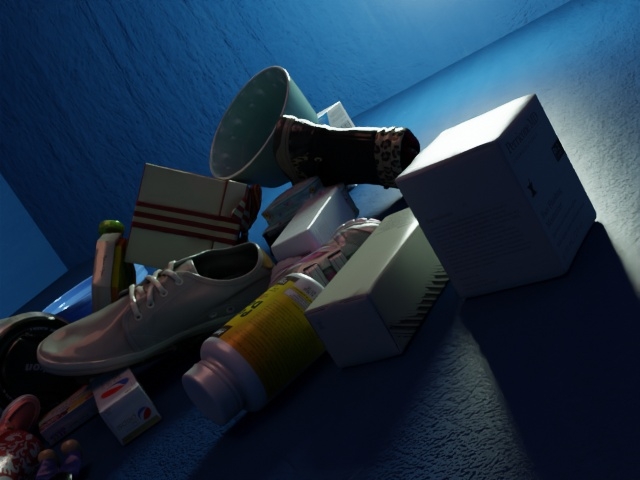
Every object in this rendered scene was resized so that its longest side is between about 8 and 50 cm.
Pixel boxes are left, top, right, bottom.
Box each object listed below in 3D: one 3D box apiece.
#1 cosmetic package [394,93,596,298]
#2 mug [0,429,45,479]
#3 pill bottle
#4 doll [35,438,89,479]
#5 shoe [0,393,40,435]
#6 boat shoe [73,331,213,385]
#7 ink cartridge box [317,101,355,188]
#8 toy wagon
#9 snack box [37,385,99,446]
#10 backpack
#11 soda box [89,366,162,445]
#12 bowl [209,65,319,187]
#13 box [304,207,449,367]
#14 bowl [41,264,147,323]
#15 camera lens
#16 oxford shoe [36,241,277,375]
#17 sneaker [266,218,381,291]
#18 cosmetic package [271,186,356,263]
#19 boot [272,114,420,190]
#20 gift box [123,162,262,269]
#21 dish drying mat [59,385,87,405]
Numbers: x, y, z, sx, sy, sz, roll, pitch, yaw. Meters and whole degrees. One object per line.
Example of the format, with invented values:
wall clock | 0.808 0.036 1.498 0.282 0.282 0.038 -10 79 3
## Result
cosmetic package | 0.221 -0.053 0.941 0.151 0.183 0.151 -19 18 42
mug | -0.500 0.353 1.147 0.113 0.150 0.169 -3 14 9
pill bottle | -0.077 0.146 1.010 0.215 0.117 0.117 -39 15 -31
doll | -0.384 0.358 1.064 0.129 0.046 0.189 -22 19 -4
shoe | -0.556 0.361 1.349 0.081 0.063 0.178 -5 48 54
boat shoe | -0.318 0.186 1.433 0.335 0.095 0.112 -15 25 -7
ink cartridge box | 0.041 -0.243 2.009 0.086 0.203 0.148 -21 16 43
toy wagon | -0.455 0.132 1.678 0.068 0.267 0.344 0 -31 -4
snack box | -0.452 0.314 1.399 0.141 0.037 0.100 -35 12 -19
backpack | -0.019 -0.054 1.583 0.188 0.144 0.166 -19 11 23
soda box | -0.324 0.262 1.240 0.074 0.069 0.216 -35 13 -16
bowl | -0.119 -0.253 1.855 0.311 0.163 0.311 -35 40 36
box | 0.099 0.050 1.029 0.113 0.094 0.275 -21 17 39
bowl | -0.735 0.178 2.450 0.391 0.077 0.391 -30 13 8
camera lens | -0.612 0.264 1.540 0.274 0.219 0.219 -15 21 51
oxford shoe | -0.279 0.109 1.326 0.449 0.130 0.169 -19 33 -12
sneaker | 0.015 0.057 1.209 0.252 0.103 0.111 -31 16 27
cosmetic package | 0.000 0.000 1.388 0.085 0.117 0.231 -24 14 22
boot | 0.080 -0.159 1.679 0.284 0.377 0.138 6 70 20
gift box | -0.276 -0.024 1.672 0.258 0.255 0.276 12 6 -6
dish drying mat | -0.467 0.308 1.468 0.083 0.032 0.008 -41 7 -37
